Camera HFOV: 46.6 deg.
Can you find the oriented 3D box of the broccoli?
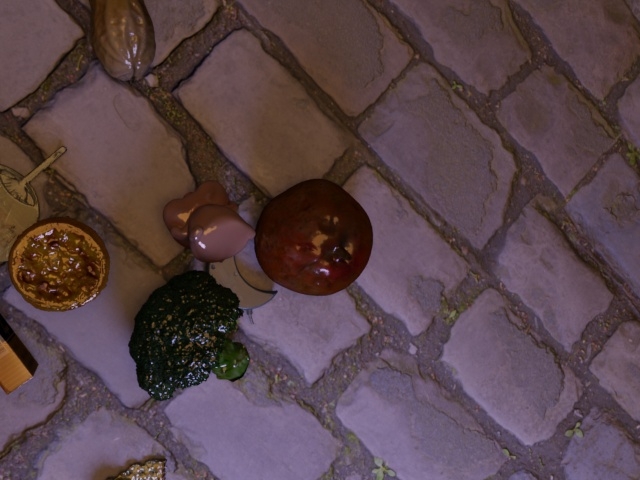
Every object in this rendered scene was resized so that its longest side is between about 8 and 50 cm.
[{"bbox_3d":[-0.277,0.210,1.646,0.297,0.297,0.297,30,80,-46],"label":"broccoli"}]

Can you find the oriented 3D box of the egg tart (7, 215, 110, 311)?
[{"bbox_3d":[-0.555,0.048,1.592,0.202,0.147,0.202,0,92,-17],"label":"egg tart"}]

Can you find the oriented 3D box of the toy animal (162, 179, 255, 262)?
[{"bbox_3d":[-0.257,-0.041,1.666,0.171,0.198,0.171,-17,123,-29],"label":"toy animal"}]

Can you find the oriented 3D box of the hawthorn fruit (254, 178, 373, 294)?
[{"bbox_3d":[0.000,0.000,1.685,0.277,0.298,0.277,-5,104,-22],"label":"hawthorn fruit"}]

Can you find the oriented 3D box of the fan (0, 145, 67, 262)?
[{"bbox_3d":[-0.680,-0.070,1.624,0.294,0.012,0.223,-14,94,-16],"label":"fan"}]

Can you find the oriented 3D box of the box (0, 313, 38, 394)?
[{"bbox_3d":[-0.689,0.197,1.548,0.070,0.152,0.237,-34,99,-13],"label":"box"}]

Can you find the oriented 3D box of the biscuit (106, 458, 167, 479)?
[{"bbox_3d":[-0.427,0.603,1.699,0.144,0.016,0.203,3,90,-17],"label":"biscuit"}]

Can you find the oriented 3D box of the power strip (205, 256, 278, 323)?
[{"bbox_3d":[-0.192,0.095,1.757,0.137,0.044,0.216,-30,98,-15],"label":"power strip"}]

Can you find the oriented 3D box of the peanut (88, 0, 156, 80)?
[{"bbox_3d":[-0.440,-0.512,1.631,0.149,0.149,0.313,-6,89,-17],"label":"peanut"}]
